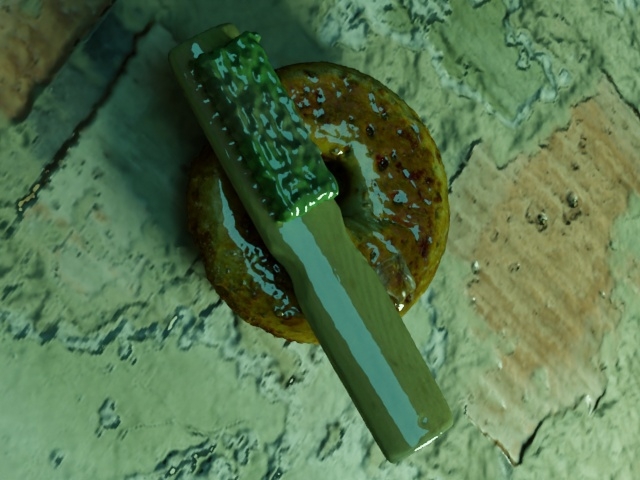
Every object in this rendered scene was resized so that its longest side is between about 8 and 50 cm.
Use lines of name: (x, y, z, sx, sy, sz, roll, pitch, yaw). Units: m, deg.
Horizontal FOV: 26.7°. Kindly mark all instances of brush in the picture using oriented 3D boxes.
brush: (0.000, 0.000, 0.801, 0.054, 0.048, 0.282, -31, 97, -24)

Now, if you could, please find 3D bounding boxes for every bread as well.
bread: (0.002, -0.022, 0.864, 0.193, 0.064, 0.193, 4, 82, -30)
